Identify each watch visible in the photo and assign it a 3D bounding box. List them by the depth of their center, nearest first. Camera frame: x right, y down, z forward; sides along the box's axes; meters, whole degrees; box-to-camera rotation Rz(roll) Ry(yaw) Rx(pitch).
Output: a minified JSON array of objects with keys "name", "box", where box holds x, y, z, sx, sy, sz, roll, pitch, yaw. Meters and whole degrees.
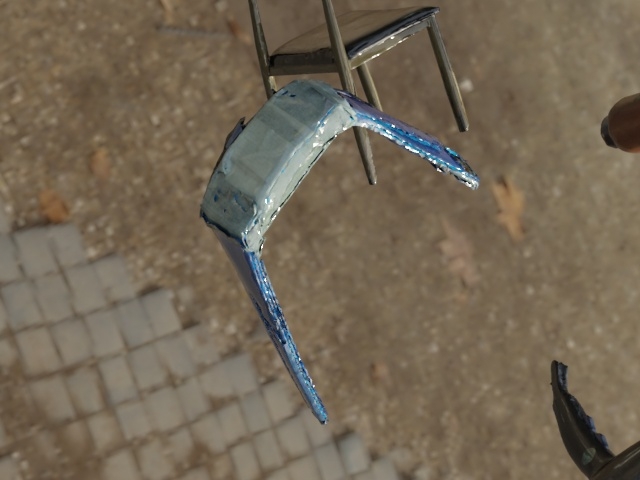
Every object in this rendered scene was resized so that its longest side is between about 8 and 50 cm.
[{"name":"watch","box":[-0.009,0.009,1.361,0.068,0.276,0.274,34,5,34]}]

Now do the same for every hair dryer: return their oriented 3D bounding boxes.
[{"name":"hair dryer","box":[0.249,0.157,1.379,0.075,0.195,0.219,26,21,-30]}]

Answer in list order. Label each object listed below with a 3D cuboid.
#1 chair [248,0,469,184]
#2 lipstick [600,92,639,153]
[{"name":"chair","box":[0.029,-0.220,1.819,0.166,0.188,0.272,-31,111,-31]},{"name":"lipstick","box":[0.438,-0.158,1.720,0.077,0.418,0.077,4,80,-25]}]
